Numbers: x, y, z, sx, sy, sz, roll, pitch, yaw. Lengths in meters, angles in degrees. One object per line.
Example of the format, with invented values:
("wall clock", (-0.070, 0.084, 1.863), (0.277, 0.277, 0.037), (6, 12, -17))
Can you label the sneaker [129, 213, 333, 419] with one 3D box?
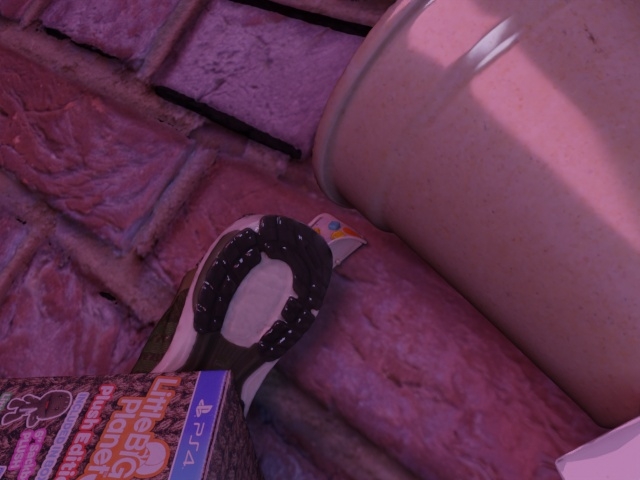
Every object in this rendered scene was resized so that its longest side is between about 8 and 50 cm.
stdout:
("sneaker", (-0.144, 0.135, 0.718), (0.410, 0.158, 0.182), (-53, 22, 4))

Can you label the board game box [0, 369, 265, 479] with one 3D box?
("board game box", (-0.205, 0.248, 0.551), (0.290, 0.232, 0.141), (-4, 37, 8))

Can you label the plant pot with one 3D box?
("plant pot", (0.213, -0.036, 0.504), (0.333, 0.334, 0.305), (-38, 68, 6))

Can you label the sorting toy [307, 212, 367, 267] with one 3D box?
("sorting toy", (0.000, 0.000, 0.740), (0.083, 0.045, 0.075), (-41, 38, 5))

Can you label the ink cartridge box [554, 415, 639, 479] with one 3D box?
("ink cartridge box", (0.280, 0.190, 0.396), (0.168, 0.232, 0.171), (-32, 58, 13))
